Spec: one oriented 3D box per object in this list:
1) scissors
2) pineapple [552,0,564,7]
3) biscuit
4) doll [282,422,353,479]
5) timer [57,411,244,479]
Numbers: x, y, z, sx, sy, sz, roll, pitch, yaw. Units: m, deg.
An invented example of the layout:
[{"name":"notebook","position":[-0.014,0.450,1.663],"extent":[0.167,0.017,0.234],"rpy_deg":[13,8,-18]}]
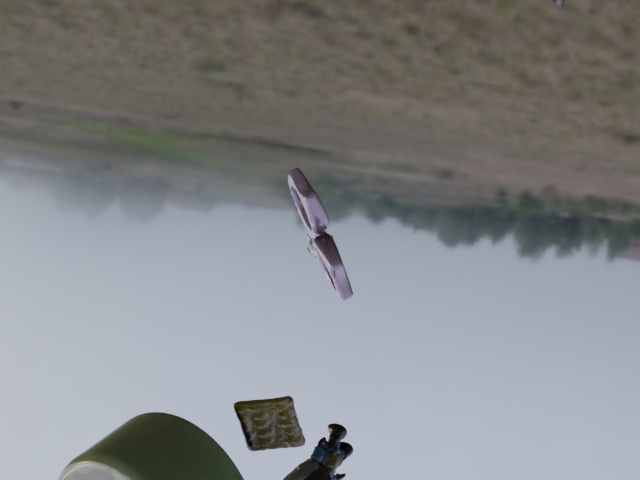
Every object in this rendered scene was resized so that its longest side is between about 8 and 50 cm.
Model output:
[{"name":"scissors","position":[-0.001,0.000,1.129],"extent":[0.021,0.110,0.212],"rpy_deg":[-22,177,-2]},{"name":"pineapple","position":[0.109,-0.357,1.215],"extent":[0.362,0.202,0.202],"rpy_deg":[36,-173,9]},{"name":"biscuit","position":[-0.066,0.239,1.764],"extent":[0.081,0.083,0.018],"rpy_deg":[-8,-149,13]},{"name":"doll","position":[-0.013,0.347,1.918],"extent":[0.070,0.096,0.195],"rpy_deg":[1,-143,36]},{"name":"timer","position":[-0.272,0.396,1.650],"extent":[0.291,0.291,0.315],"rpy_deg":[9,-160,38]}]
